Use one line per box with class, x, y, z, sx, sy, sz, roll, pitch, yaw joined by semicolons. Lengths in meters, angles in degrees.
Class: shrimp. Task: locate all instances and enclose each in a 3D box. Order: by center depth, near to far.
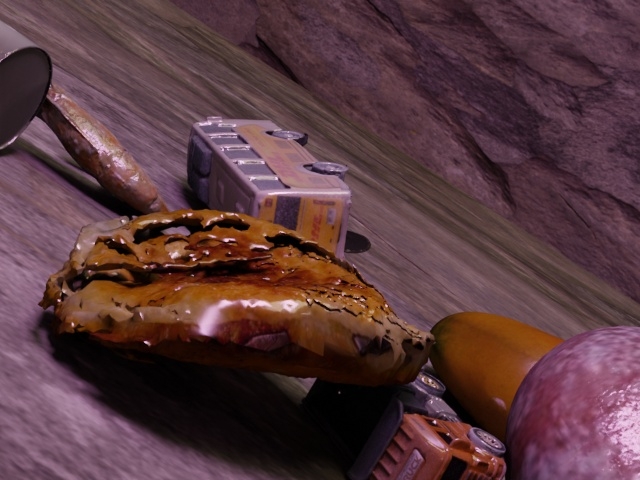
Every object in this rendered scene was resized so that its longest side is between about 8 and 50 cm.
shrimp;-0.240;-0.099;1.268;0.223;0.047;0.126;46;-3;-1

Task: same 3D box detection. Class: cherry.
cherry;0.253;0.186;0.948;0.236;0.213;0.285;46;16;9

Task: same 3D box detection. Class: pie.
pie;-0.072;0.041;0.933;0.308;0.085;0.308;9;15;-2

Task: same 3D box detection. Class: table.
table;-0.389;-0.193;1.178;0.220;0.126;0.126;33;13;14

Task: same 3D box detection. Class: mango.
mango;0.207;0.146;1.240;0.152;0.120;0.221;19;9;-36

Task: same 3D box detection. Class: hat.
hat;0.000;0.000;1.486;0.121;0.050;0.121;24;7;-3

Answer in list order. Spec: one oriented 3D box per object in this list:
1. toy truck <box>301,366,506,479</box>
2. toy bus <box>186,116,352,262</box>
toy truck;0.060;0.152;0.970;0.092;0.083;0.192;21;15;-37
toy bus;-0.060;-0.058;1.344;0.138;0.097;0.342;-1;19;-19
